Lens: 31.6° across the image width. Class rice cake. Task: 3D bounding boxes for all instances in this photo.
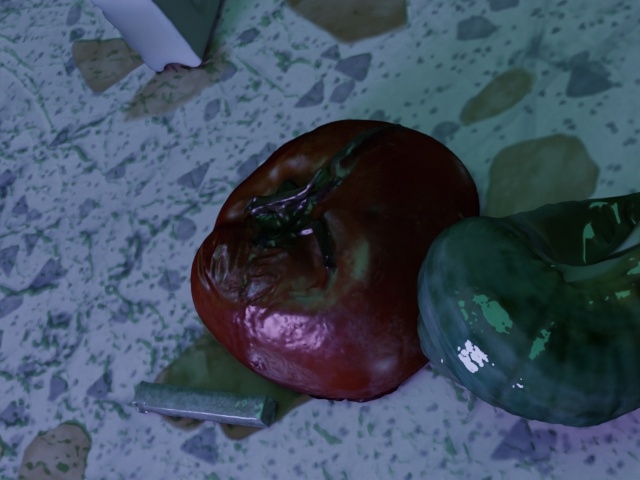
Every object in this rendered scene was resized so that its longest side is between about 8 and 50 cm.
[{"bbox_3d":[-0.087,0.121,0.834,0.121,0.021,0.022,2,57,29],"label":"rice cake"}]

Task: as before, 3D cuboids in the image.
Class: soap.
[{"bbox_3d":[-0.138,-0.271,1.050,0.067,0.119,0.198,-3,60,26],"label":"soap"}]

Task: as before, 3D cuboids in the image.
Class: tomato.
[{"bbox_3d":[-0.001,0.000,0.812,0.228,0.101,0.227,-17,52,24],"label":"tomato"}]

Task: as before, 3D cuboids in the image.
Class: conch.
[{"bbox_3d":[0.145,0.035,0.685,0.188,0.122,0.175,-2,43,18],"label":"conch"}]
